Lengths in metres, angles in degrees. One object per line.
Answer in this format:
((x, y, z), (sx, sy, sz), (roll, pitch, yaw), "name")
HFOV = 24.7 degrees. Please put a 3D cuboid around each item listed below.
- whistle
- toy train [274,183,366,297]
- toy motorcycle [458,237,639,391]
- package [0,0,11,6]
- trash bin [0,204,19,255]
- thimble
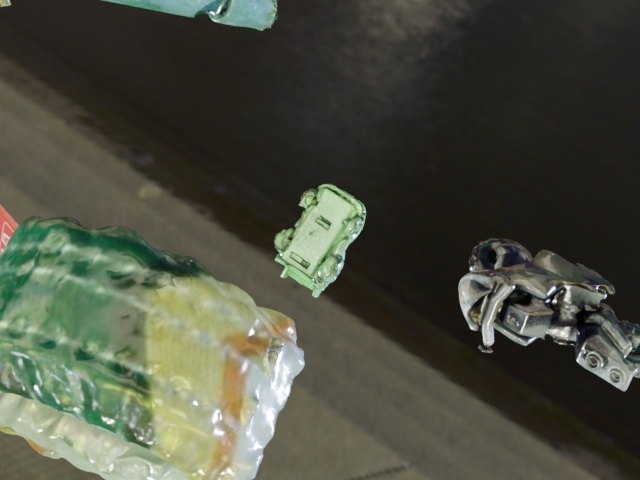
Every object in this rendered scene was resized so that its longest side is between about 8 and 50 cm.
((-0.117, -0.195, 1.142), (0.186, 0.039, 0.039), (5, 34, -40), "whistle")
((0.000, 0.000, 1.976), (0.099, 0.149, 0.081), (31, 6, 11), "toy train")
((0.273, 0.090, 1.752), (0.270, 0.106, 0.159), (36, 40, 26), "toy motorcycle")
((-0.434, -0.285, 1.781), (0.110, 0.037, 0.015), (-18, 40, 5), "package")
((-0.455, 0.031, 1.813), (0.184, 0.238, 0.161), (-5, 58, 10), "trash bin")
((-0.163, 0.107, 1.248), (0.288, 0.254, 0.167), (17, 67, 15), "thimble")
